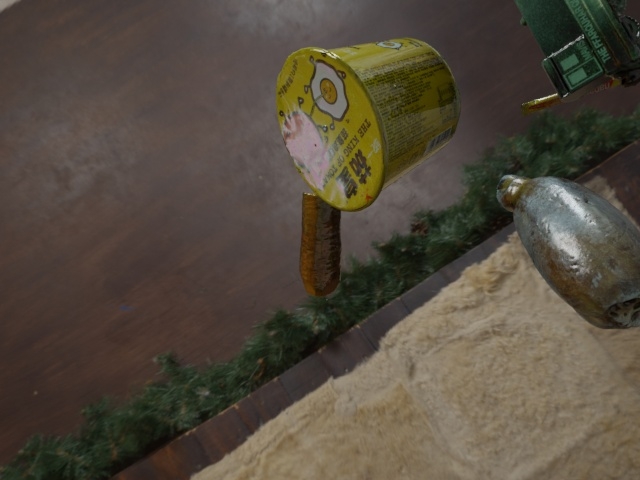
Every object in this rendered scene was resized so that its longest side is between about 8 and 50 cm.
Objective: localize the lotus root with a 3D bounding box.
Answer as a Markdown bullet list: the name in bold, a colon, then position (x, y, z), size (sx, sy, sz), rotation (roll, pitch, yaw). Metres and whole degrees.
- **lotus root**: position (0.381, -0.012, 0.912), size (0.140, 0.158, 0.322), rotation (-42, 43, 22)

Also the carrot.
- **carrot**: position (0.000, 0.000, 1.556), size (0.114, 0.114, 0.302), rotation (1, 117, 1)

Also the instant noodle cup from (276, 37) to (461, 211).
- **instant noodle cup**: position (0.103, -0.251, 1.204), size (0.254, 0.325, 0.326), rotation (-28, 84, -29)

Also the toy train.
- **toy train**: position (0.475, -0.414, 1.131), size (0.178, 0.138, 0.330), rotation (-31, 79, 36)

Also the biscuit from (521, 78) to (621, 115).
- **biscuit**: position (0.683, -0.396, 1.617), size (0.291, 0.048, 0.026), rotation (-16, 51, 16)
